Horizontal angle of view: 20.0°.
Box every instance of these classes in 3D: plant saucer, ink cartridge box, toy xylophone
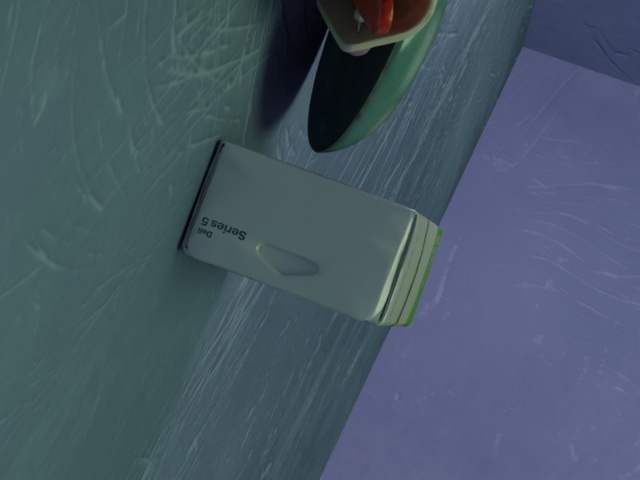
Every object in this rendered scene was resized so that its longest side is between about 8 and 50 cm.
[{"bbox_3d":[0.069,-0.229,1.795,0.317,0.044,0.317,-159,-90,-77],"label":"plant saucer"},{"bbox_3d":[0.000,0.000,1.748,0.273,0.198,0.114,22,88,-82],"label":"ink cartridge box"},{"bbox_3d":[0.055,-0.333,1.594,0.236,0.081,0.322,-121,-148,-61],"label":"toy xylophone"}]
